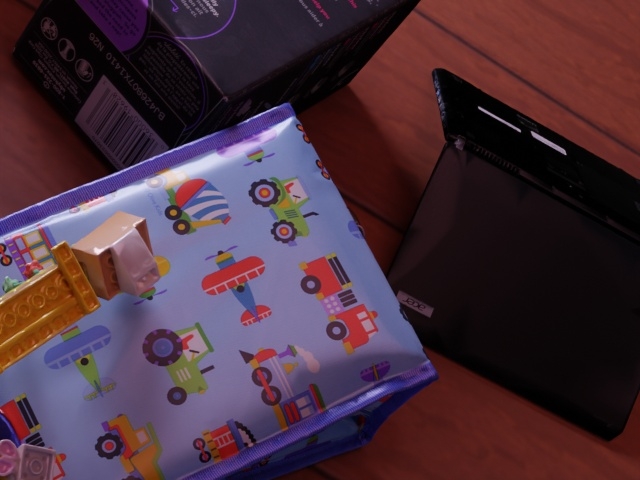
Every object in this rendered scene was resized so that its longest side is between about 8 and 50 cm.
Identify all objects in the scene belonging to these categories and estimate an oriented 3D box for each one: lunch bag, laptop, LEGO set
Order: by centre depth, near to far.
[{"bbox_3d":[-0.205,0.097,1.039,0.132,0.107,0.287,32,60,-31],"label":"LEGO set"},{"bbox_3d":[-0.109,0.066,1.145,0.293,0.138,0.221,-19,72,-30],"label":"lunch bag"},{"bbox_3d":[0.169,0.003,1.438,0.234,0.136,0.264,28,21,-13],"label":"laptop"}]

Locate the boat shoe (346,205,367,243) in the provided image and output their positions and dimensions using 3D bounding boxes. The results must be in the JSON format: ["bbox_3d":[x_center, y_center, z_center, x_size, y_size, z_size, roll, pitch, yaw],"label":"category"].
[{"bbox_3d":[0.000,0.000,1.293,0.066,0.066,0.183,-15,67,-41],"label":"boat shoe"}]

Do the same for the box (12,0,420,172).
[{"bbox_3d":[-0.071,-0.172,1.320,0.165,0.143,0.270,50,45,6],"label":"box"}]
